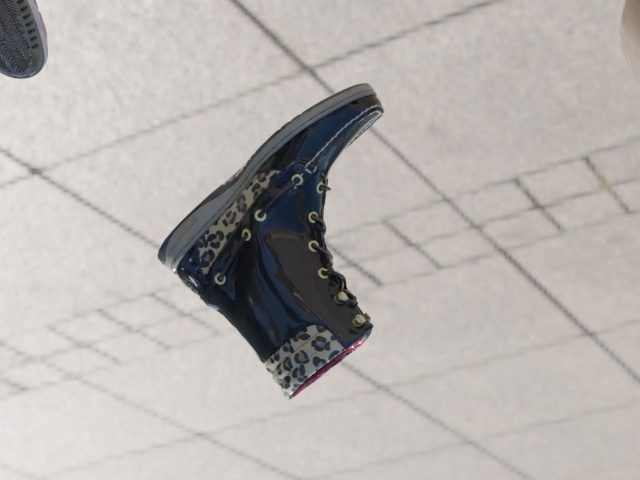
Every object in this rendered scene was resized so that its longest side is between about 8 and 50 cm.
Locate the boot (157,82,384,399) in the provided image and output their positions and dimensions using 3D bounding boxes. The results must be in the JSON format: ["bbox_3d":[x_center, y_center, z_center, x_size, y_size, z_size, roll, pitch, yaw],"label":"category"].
[{"bbox_3d":[0.000,0.001,1.204,0.236,0.178,0.085,-41,168,7],"label":"boot"}]

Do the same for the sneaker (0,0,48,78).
[{"bbox_3d":[-0.152,-0.137,0.656,0.042,0.067,0.118,-15,117,23],"label":"sneaker"}]

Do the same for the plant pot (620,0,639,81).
[{"bbox_3d":[0.395,-0.135,1.103,0.263,0.229,0.263,-13,142,-10],"label":"plant pot"}]
